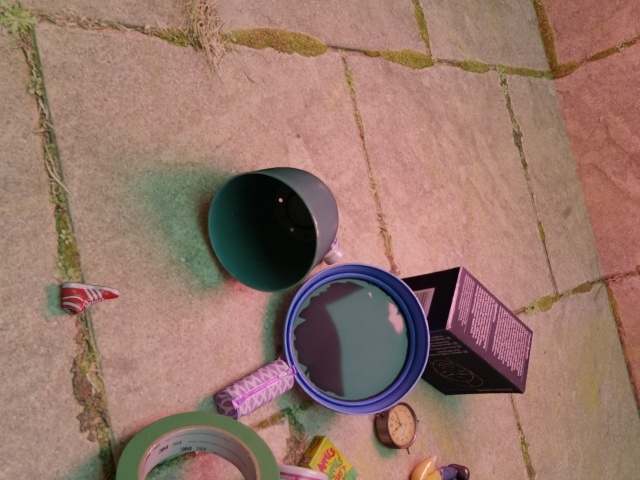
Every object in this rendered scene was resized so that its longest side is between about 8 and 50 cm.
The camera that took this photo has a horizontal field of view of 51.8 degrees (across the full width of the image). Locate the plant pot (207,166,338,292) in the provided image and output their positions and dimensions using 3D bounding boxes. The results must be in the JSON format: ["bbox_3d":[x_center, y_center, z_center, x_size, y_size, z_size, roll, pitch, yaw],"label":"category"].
[{"bbox_3d":[-0.088,-0.049,1.620,0.235,0.293,0.292,-34,103,-59],"label":"plant pot"}]

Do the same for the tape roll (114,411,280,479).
[{"bbox_3d":[-0.243,0.485,1.309,0.321,0.321,0.077,-19,135,-45],"label":"tape roll"}]

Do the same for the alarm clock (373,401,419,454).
[{"bbox_3d":[0.204,0.517,1.880,0.192,0.064,0.129,44,52,-29],"label":"alarm clock"}]

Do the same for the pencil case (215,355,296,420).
[{"bbox_3d":[-0.150,0.356,1.572,0.206,0.088,0.086,-24,93,-44],"label":"pencil case"}]

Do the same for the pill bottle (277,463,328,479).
[{"bbox_3d":[-0.080,0.665,1.499,0.160,0.160,0.282,28,61,-35],"label":"pill bottle"}]

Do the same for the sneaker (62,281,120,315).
[{"bbox_3d":[-0.474,0.126,1.360,0.119,0.042,0.067,11,67,-33],"label":"sneaker"}]

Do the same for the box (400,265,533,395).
[{"bbox_3d":[0.396,0.283,1.968,0.395,0.294,0.211,40,55,-29],"label":"box"}]

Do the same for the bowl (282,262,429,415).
[{"bbox_3d":[0.090,0.255,1.724,0.392,0.077,0.390,3,78,-13],"label":"bowl"}]

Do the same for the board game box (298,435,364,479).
[{"bbox_3d":[0.030,0.600,1.705,0.181,0.043,0.092,53,49,-19],"label":"board game box"}]

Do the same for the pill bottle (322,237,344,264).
[{"bbox_3d":[0.000,0.000,1.822,0.137,0.078,0.078,47,51,-24],"label":"pill bottle"}]

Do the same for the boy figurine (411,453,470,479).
[{"bbox_3d":[0.324,0.718,1.922,0.285,0.092,0.177,8,76,-45],"label":"boy figurine"}]
